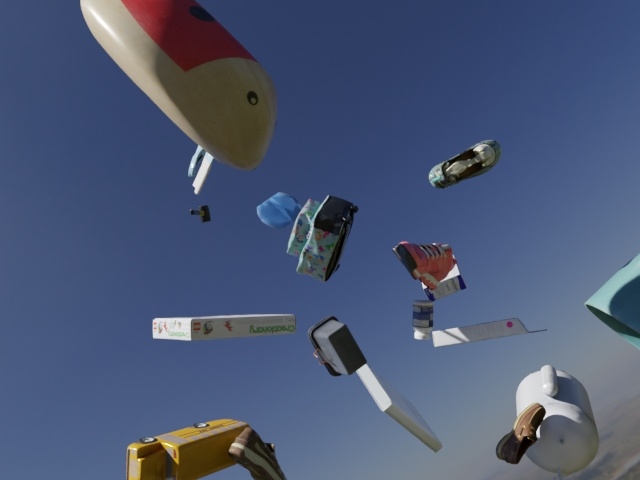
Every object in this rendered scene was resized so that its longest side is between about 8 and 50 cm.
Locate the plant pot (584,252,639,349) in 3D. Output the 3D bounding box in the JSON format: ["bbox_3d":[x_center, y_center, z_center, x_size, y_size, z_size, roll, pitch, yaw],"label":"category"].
[{"bbox_3d":[0.734,0.128,1.082,0.235,0.293,0.293,-53,-31,5],"label":"plant pot"}]

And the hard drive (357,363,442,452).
[{"bbox_3d":[0.275,0.586,1.906,0.047,0.233,0.353,-43,-57,2],"label":"hard drive"}]

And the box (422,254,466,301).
[{"bbox_3d":[0.430,0.134,1.907,0.137,0.126,0.072,-24,-62,16],"label":"box"}]

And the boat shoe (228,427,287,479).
[{"bbox_3d":[-0.147,0.602,1.479,0.095,0.095,0.257,-61,-42,-37],"label":"boat shoe"}]

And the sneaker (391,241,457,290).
[{"bbox_3d":[0.316,0.045,1.595,0.136,0.116,0.314,-41,-30,12],"label":"sneaker"}]

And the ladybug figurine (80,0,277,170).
[{"bbox_3d":[-0.229,-0.307,0.927,0.162,0.449,0.305,-45,-18,3],"label":"ladybug figurine"}]

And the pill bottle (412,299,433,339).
[{"bbox_3d":[0.328,0.253,1.732,0.067,0.067,0.120,-2,-86,-44],"label":"pill bottle"}]

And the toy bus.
[{"bbox_3d":[-0.342,0.565,1.435,0.130,0.108,0.333,0,-4,36],"label":"toy bus"}]

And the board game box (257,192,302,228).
[{"bbox_3d":[-0.153,-0.103,2.026,0.169,0.133,0.033,-38,-19,-29],"label":"board game box"}]

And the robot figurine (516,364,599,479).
[{"bbox_3d":[0.657,0.501,1.514,0.200,0.299,0.353,-13,15,22],"label":"robot figurine"}]

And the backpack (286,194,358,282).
[{"bbox_3d":[0.000,0.000,1.750,0.225,0.191,0.253,-62,-15,-58],"label":"backpack"}]

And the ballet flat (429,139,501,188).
[{"bbox_3d":[0.322,-0.165,1.156,0.188,0.070,0.070,-30,-29,-12],"label":"ballet flat"}]

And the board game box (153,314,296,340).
[{"bbox_3d":[-0.239,0.217,1.371,0.305,0.053,0.193,4,-9,-41],"label":"board game box"}]

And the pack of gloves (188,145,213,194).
[{"bbox_3d":[-0.332,-0.269,1.528,0.046,0.195,0.232,21,-75,-30],"label":"pack of gloves"}]

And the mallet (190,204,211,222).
[{"bbox_3d":[-0.417,-0.085,1.868,0.039,0.062,0.189,-12,8,2],"label":"mallet"}]

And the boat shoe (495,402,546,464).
[{"bbox_3d":[0.515,0.487,1.353,0.178,0.060,0.064,-43,-64,-18],"label":"boat shoe"}]

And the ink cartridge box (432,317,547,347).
[{"bbox_3d":[0.591,0.317,1.887,0.371,0.069,0.176,-11,-13,20],"label":"ink cartridge box"}]

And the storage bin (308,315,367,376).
[{"bbox_3d":[0.040,0.249,1.240,0.098,0.135,0.091,-31,5,-20],"label":"storage bin"}]
